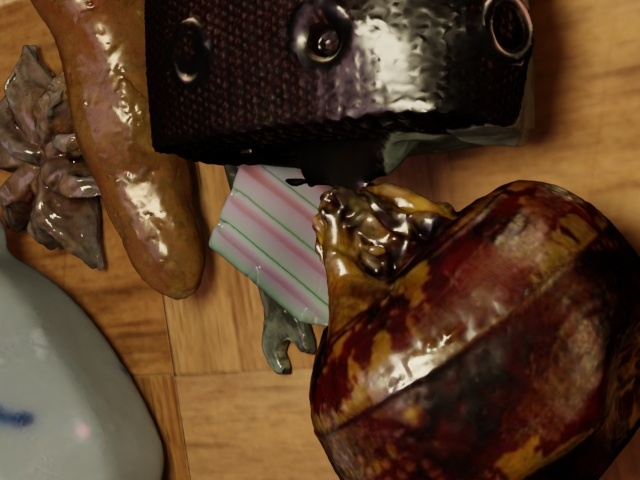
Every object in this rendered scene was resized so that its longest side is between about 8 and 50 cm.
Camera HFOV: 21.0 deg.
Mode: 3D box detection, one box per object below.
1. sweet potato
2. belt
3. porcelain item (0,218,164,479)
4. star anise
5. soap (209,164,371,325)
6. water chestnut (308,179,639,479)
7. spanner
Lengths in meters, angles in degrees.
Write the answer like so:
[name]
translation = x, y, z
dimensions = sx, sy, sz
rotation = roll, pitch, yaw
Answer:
[sweet potato]
translation = -0.153, -0.128, 1.327
dimensions = 0.095, 0.106, 0.354
rotation = -18, 96, 35
[belt]
translation = 0.014, -0.104, 1.087
dimensions = 0.289, 0.184, 0.164
rotation = -4, 86, 48
[porcelain item]
translation = -0.258, 0.175, 1.430
dimensions = 0.242, 0.178, 0.405
rotation = -47, 65, 42
[star anise]
translation = -0.225, -0.070, 1.437
dimensions = 0.182, 0.065, 0.195
rotation = 43, 123, 34
[soap]
translation = 0.000, 0.000, 1.207
dimensions = 0.149, 0.056, 0.100
rotation = 38, 119, 31
[water chestnut]
translation = 0.087, 0.057, 1.013
dimensions = 0.238, 0.224, 0.224
rotation = 49, 132, 2
[spanner]
translation = -0.054, -0.024, 1.299
dimensions = 0.054, 0.015, 0.254
rotation = -25, 78, 48
